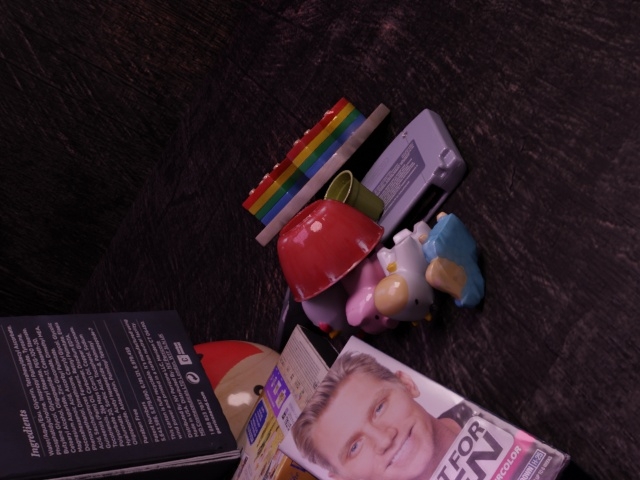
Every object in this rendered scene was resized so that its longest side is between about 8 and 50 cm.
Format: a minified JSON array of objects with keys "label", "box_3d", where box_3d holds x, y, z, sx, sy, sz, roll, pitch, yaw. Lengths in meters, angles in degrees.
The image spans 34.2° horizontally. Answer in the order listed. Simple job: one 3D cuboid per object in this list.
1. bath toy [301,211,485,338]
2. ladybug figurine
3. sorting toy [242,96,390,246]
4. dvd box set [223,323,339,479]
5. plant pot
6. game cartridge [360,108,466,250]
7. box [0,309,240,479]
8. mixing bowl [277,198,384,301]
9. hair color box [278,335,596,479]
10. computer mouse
[{"label":"bath toy","box_3d":[0.096,0.080,1.572,0.151,0.129,0.348,-44,12,-37]},{"label":"ladybug figurine","box_3d":[-0.211,0.314,1.809,0.449,0.161,0.305,-13,63,45]},{"label":"sorting toy","box_3d":[-0.017,-0.146,1.934,0.257,0.089,0.255,-45,3,35]},{"label":"dvd box set","box_3d":[-0.084,0.346,1.493,0.421,0.062,0.307,-63,12,1]},{"label":"plant pot","box_3d":[0.059,-0.061,1.710,0.083,0.079,0.083,-46,29,34]},{"label":"game cartridge","box_3d":[0.124,-0.069,1.749,0.297,0.062,0.198,-52,22,23]},{"label":"box","box_3d":[-0.462,0.366,1.589,0.480,0.471,0.297,-54,52,34]},{"label":"mixing bowl","box_3d":[0.000,0.000,1.615,0.181,0.098,0.181,-37,11,8]},{"label":"hair color box","box_3d":[0.125,0.260,1.191,0.347,0.105,0.174,24,77,47]},{"label":"computer mouse","box_3d":[-0.020,0.080,1.842,0.188,0.072,0.272,102,180,-54]}]
